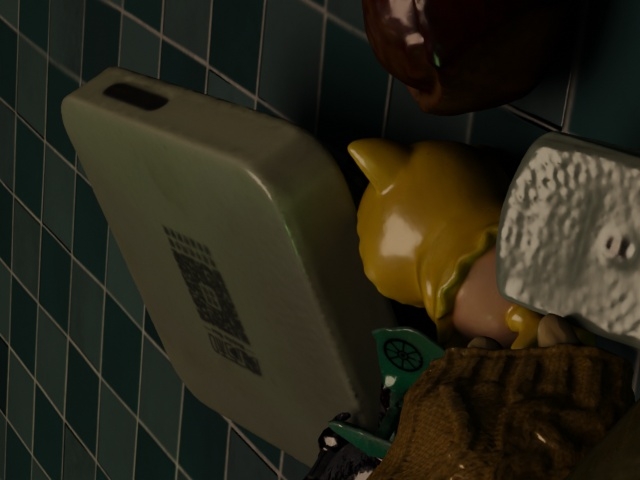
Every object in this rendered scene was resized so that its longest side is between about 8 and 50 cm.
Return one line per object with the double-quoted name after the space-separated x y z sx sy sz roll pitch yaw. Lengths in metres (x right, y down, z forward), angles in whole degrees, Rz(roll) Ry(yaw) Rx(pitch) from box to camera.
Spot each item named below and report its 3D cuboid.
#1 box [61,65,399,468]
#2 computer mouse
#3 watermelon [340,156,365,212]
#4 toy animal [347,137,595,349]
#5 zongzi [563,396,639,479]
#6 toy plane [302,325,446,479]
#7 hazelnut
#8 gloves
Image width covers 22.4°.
-0.062 0.037 1.447 0.367 0.090 0.373 24 143 50 "box"
0.218 0.009 1.054 0.231 0.079 0.128 24 100 38 "computer mouse"
0.008 0.010 1.522 0.069 0.087 0.163 34 138 8 "watermelon"
0.118 0.008 1.204 0.230 0.156 0.156 52 139 38 "toy animal"
0.212 0.100 0.802 0.174 0.393 0.356 50 134 44 "zongzi"
0.056 0.193 1.270 0.155 0.106 0.382 19 137 18 "toy plane"
0.099 -0.173 1.184 0.201 0.160 0.170 -32 41 63 "hazelnut"
0.119 0.209 0.988 0.155 0.203 0.356 -31 42 54 "gloves"
